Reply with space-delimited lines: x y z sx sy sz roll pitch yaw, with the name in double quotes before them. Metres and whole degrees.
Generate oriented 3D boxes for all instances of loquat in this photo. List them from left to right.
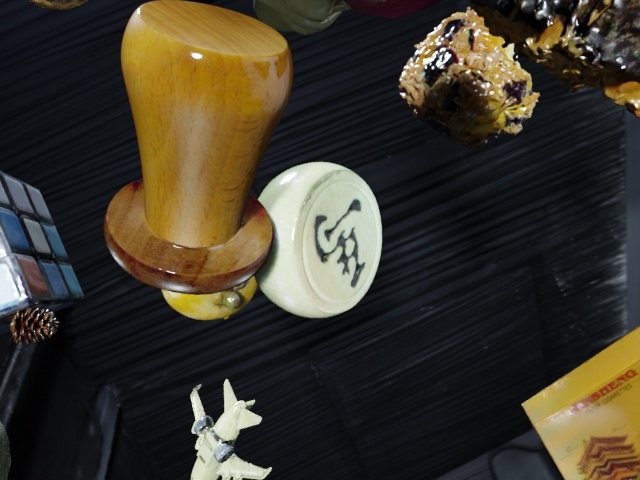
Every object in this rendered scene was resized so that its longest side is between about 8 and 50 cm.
"loquat" -0.343 0.112 1.433 0.359 0.329 0.328 40 158 46

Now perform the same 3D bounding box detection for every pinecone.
"pinecone" -0.579 0.172 0.898 0.077 0.084 0.077 -177 90 -84

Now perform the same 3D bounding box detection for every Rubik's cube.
"Rubik's cube" -0.825 0.054 1.024 0.362 0.359 0.362 130 119 -79

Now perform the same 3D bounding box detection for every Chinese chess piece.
"Chinese chess piece" 0.000 0.000 0.715 0.101 0.250 0.250 6 129 39

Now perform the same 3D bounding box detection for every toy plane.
"toy plane" -0.210 0.423 0.909 0.242 0.256 0.104 35 -173 29

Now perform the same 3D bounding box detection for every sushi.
"sushi" 0.342 -0.330 0.595 0.348 0.235 0.207 54 131 37

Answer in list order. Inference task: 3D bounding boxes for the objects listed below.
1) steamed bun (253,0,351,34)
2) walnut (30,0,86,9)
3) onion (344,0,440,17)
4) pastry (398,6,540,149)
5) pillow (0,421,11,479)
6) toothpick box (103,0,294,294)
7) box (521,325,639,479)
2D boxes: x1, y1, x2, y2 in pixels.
"steamed bun" 0.016 -0.546 0.867 0.220 0.324 0.310 37 -170 0
"walnut" -0.526 -0.588 0.869 0.225 0.257 0.257 22 157 20
"onion" 0.001 -0.450 0.507 0.398 0.421 0.397 -12 -90 -68
"pastry" 0.407 -0.457 1.273 0.292 0.338 0.404 30 -134 -53
"pillow" -0.311 0.214 0.389 0.255 0.059 0.168 -41 52 49
"toothpick box" -0.130 -0.079 0.475 0.192 0.192 0.294 -117 34 -42
"box" 0.332 0.220 0.410 0.076 0.174 0.274 45 -165 -16
